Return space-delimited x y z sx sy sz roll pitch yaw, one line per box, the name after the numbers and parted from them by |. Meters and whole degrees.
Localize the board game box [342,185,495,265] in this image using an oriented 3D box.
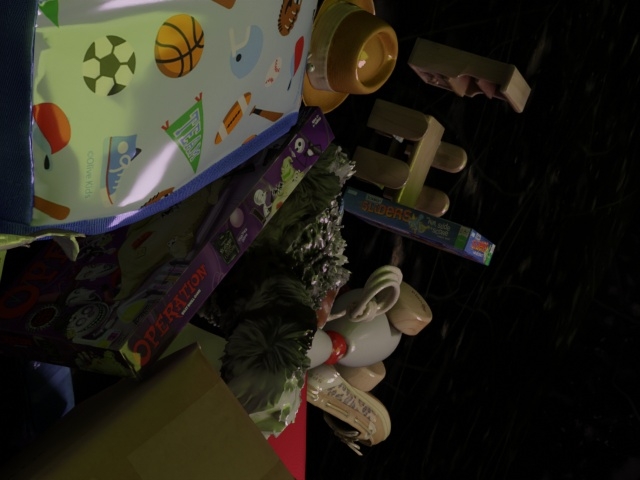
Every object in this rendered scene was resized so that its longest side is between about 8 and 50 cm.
0.142 -0.020 1.997 0.035 0.201 0.136 -69 157 -2 | board game box

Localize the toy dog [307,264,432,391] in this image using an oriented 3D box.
0.012 0.100 1.869 0.220 0.161 0.333 -42 156 0 | toy dog

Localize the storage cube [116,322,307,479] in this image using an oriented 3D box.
-0.138 0.245 1.626 0.215 0.184 0.193 -44 145 -45 | storage cube

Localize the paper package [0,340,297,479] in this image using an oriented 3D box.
-0.232 0.273 1.248 0.325 0.168 0.309 -40 -173 -38 | paper package

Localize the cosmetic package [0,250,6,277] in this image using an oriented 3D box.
-0.365 0.059 1.134 0.239 0.060 0.098 -14 123 -62 | cosmetic package

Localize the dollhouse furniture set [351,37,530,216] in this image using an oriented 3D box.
0.184 -0.153 2.028 0.242 0.161 0.212 -68 157 -3 | dollhouse furniture set

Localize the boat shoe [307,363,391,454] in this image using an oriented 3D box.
0.025 0.255 2.110 0.089 0.105 0.285 -57 144 -17 | boat shoe

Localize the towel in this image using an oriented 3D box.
-0.285 0.144 1.419 0.067 0.029 0.119 -45 146 -43 | towel

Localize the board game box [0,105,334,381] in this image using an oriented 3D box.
-0.158 -0.012 1.344 0.347 0.208 0.056 -54 128 -34 | board game box

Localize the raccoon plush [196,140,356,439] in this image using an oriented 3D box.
-0.076 0.083 1.528 0.299 0.216 0.446 80 18 -50 | raccoon plush

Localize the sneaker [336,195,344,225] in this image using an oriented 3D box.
0.000 0.000 1.896 0.135 0.052 0.058 -62 160 -16 | sneaker

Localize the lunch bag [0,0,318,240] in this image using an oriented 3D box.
-0.161 -0.211 1.148 0.385 0.239 0.327 -47 150 -56 | lunch bag

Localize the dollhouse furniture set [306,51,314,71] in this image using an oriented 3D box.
-0.023 -0.247 1.602 0.114 0.081 0.091 -48 149 -40 | dollhouse furniture set

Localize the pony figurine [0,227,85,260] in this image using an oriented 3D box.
-0.370 0.041 0.865 0.351 0.303 0.363 -2 107 -43 | pony figurine

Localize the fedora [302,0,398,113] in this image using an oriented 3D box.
0.046 -0.241 1.761 0.194 0.079 0.194 -48 149 -42 | fedora
